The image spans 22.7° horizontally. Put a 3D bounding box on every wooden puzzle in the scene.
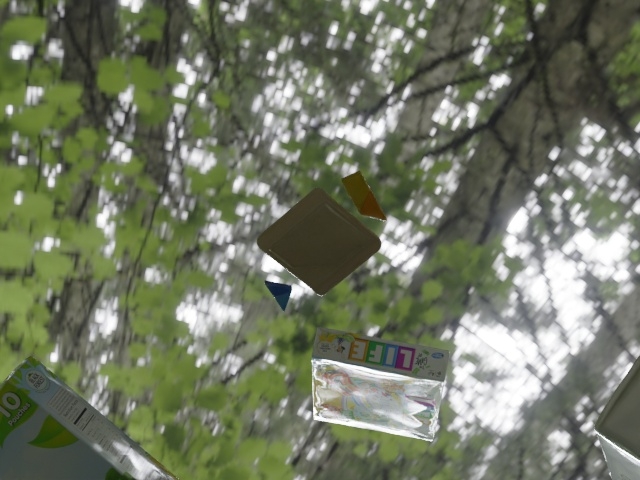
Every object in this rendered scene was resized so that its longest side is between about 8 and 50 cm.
[{"bbox_3d":[0.000,0.000,1.191,0.116,0.078,0.014,-34,-149,14],"label":"wooden puzzle"}]

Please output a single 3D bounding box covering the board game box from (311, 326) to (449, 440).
[{"bbox_3d":[0.046,0.116,1.270,0.103,0.154,0.026,10,-114,5],"label":"board game box"}]

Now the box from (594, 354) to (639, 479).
[{"bbox_3d":[0.236,0.068,0.782,0.119,0.181,0.182,34,-96,21],"label":"box"}]

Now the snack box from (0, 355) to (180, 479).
[{"bbox_3d":[-0.135,0.134,0.696,0.100,0.037,0.141,41,-73,-3],"label":"snack box"}]
